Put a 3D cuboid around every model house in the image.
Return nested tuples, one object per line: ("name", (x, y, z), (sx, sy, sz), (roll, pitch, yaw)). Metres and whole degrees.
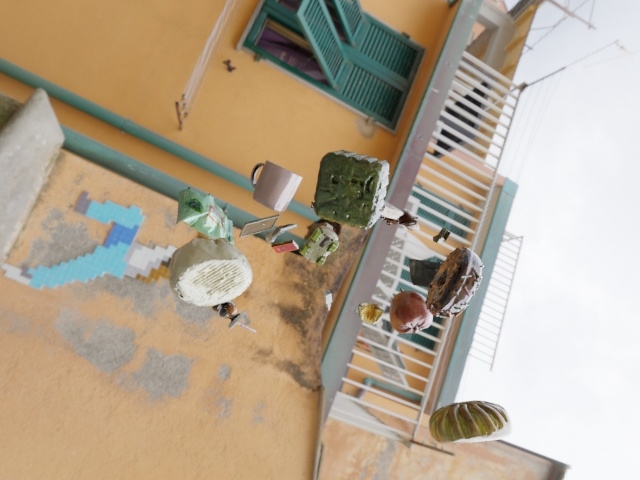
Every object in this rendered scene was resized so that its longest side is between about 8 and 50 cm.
("model house", (0.592, -0.023, 1.977), (0.083, 0.057, 0.058), (-60, -147, 8))

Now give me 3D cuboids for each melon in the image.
("melon", (0.300, 0.448, 2.471), (0.079, 0.160, 0.128), (-142, -116, -86))

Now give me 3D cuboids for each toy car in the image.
("toy car", (0.000, 0.000, 2.220), (0.235, 0.145, 0.235), (-52, -168, 16))

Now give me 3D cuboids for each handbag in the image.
("handbag", (0.676, 0.205, 2.487), (0.088, 0.270, 0.175), (-39, 135, -62))

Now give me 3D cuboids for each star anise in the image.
("star anise", (0.321, -0.116, 1.881), (0.288, 0.288, 0.088), (-137, -120, -77))

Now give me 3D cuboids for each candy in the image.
("candy", (-0.682, -0.123, 2.440), (0.172, 0.398, 0.263), (-23, -132, 29))

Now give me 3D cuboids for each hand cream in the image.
("hand cream", (-0.189, -0.031, 1.822), (0.075, 0.052, 0.248), (-45, -167, -28))

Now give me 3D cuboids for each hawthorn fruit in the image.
("hawthorn fruit", (0.560, 0.431, 2.539), (0.277, 0.277, 0.298), (-53, -136, 44))

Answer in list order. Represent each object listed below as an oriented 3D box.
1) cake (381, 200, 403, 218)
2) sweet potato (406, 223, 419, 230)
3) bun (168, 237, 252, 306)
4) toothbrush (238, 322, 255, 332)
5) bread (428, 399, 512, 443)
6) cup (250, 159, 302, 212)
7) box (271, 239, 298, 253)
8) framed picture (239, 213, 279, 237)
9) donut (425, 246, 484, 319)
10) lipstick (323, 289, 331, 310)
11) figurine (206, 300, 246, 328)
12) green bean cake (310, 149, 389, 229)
("cake", (0.286, -0.117, 1.655), (0.052, 0.121, 0.065), (-51, -157, 29))
("sweet potato", (0.479, -0.094, 2.183), (0.051, 0.218, 0.065), (-36, -130, 27))
("bun", (-0.478, 0.119, 1.722), (0.360, 0.359, 0.211), (-58, -139, 29))
("toothbrush", (-0.432, 0.480, 2.243), (0.014, 0.194, 0.017), (-26, -130, 22))
("bread", (0.621, 0.753, 1.668), (0.333, 0.333, 0.160), (132, -43, -52))
("cup", (-0.238, -0.267, 1.923), (0.200, 0.253, 0.191), (-63, 158, 8))
("box", (-0.201, 0.035, 2.272), (0.090, 0.133, 0.023), (58, 23, -58))
("framed picture", (-0.326, -0.077, 2.135), (0.015, 0.203, 0.150), (62, -32, 16))
("donut", (0.459, 0.148, 1.379), (0.270, 0.103, 0.270), (-61, 175, -9))
("lipstick", (0.034, 0.287, 1.879), (0.030, 0.030, 0.129), (52, -25, 44))
("figurine", (-0.507, 0.332, 2.077), (0.133, 0.236, 0.176), (-43, 175, -32))
("green bean cake", (0.110, -0.188, 1.458), (0.156, 0.246, 0.250), (-35, 138, -60))
